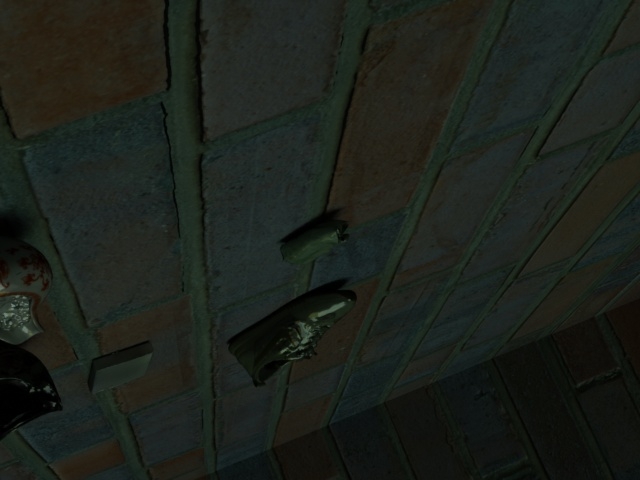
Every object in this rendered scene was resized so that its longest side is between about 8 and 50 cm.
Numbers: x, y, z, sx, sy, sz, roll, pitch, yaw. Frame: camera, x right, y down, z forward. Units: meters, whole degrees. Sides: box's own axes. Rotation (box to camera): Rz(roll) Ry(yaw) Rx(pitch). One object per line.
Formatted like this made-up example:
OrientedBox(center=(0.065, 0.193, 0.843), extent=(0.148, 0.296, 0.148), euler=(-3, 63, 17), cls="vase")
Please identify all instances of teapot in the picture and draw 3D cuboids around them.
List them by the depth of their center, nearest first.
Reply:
OrientedBox(center=(-0.382, 0.052, 1.401), extent=(0.159, 0.116, 0.245), euler=(-15, 170, 17), cls="teapot")

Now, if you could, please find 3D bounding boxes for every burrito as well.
OrientedBox(center=(-0.003, 0.000, 1.898), extent=(0.118, 0.044, 0.074), euler=(-31, 160, 33), cls="burrito")

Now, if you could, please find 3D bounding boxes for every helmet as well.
OrientedBox(center=(-0.460, 0.202, 1.803), extent=(0.153, 0.107, 0.177), euler=(-25, 146, 15), cls="helmet")

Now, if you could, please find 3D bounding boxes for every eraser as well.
OrientedBox(center=(-0.342, 0.218, 2.170), extent=(0.104, 0.023, 0.150), euler=(-18, 164, -20), cls="eraser")

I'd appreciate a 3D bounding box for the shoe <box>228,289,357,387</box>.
OrientedBox(center=(-0.042, 0.173, 2.324), extent=(0.275, 0.098, 0.103), euler=(-33, 166, 28), cls="shoe")
